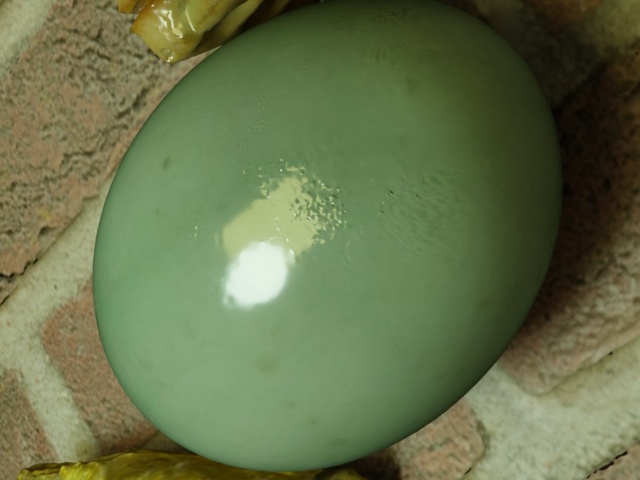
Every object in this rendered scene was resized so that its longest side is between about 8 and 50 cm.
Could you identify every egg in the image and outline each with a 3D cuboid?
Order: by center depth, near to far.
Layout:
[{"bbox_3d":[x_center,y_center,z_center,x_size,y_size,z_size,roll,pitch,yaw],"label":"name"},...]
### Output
[{"bbox_3d":[0.000,0.000,1.165,0.389,0.276,0.276,-44,70,44],"label":"egg"}]

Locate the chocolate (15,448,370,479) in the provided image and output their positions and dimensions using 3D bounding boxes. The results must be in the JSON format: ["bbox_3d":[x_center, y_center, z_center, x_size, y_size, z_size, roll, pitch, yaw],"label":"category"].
[{"bbox_3d":[-0.123,0.239,1.477,0.445,0.162,0.162,2,105,49],"label":"chocolate"}]

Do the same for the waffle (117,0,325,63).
[{"bbox_3d":[0.016,-0.251,1.104,0.098,0.224,0.328,55,136,7],"label":"waffle"}]
